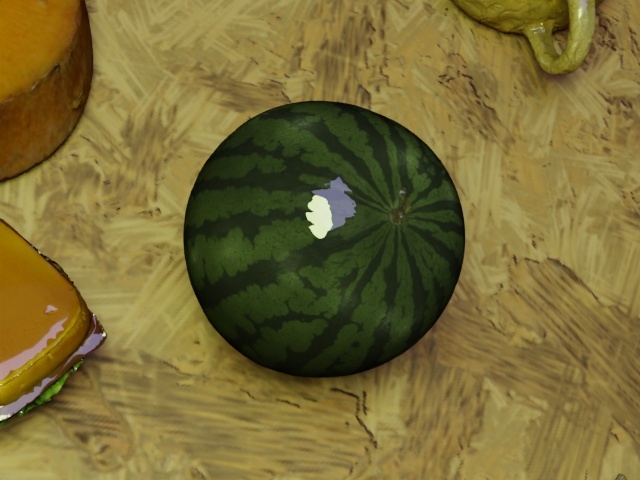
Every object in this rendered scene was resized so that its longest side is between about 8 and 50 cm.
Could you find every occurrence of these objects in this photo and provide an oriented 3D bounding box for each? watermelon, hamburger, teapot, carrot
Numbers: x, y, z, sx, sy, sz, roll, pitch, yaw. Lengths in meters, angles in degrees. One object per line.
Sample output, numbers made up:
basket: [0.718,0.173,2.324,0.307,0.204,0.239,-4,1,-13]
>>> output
watermelon: [0.000,0.000,0.805,0.212,0.212,0.212,6,62,-12]
hamburger: [-0.248,0.055,0.778,0.166,0.087,0.137,45,62,12]
teapot: [0.211,-0.306,1.042,0.203,0.167,0.311,0,64,-15]
carrot: [-0.315,-0.191,0.884,0.258,0.100,0.307,-7,63,-21]

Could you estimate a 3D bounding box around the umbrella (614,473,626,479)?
umbrella: [0.190,0.243,0.834,0.027,0.025,0.165,50,63,-9]
